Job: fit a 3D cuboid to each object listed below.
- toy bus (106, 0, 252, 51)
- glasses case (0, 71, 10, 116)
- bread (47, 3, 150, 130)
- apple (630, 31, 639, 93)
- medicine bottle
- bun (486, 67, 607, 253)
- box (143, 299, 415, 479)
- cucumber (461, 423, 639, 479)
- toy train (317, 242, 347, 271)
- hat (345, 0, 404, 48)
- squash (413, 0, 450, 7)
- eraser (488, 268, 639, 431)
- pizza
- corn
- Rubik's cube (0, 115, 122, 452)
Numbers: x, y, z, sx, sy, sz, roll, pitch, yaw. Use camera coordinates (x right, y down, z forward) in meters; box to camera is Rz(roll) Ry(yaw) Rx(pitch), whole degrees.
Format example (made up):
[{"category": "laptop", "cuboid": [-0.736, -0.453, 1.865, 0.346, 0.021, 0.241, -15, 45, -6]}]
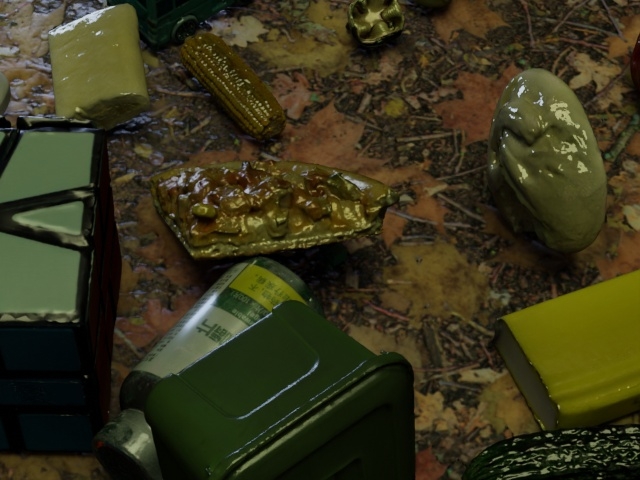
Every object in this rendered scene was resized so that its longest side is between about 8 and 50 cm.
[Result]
[{"category": "toy bus", "cuboid": [-0.172, -0.397, 1.995, 0.256, 0.147, 0.128, -35, 64, -23]}, {"category": "glasses case", "cuboid": [-0.533, -0.209, 1.891, 0.233, 0.059, 0.092, 12, 56, 7]}, {"category": "bread", "cuboid": [-0.303, -0.230, 1.896, 0.139, 0.060, 0.178, -24, 54, 13]}, {"category": "apple", "cuboid": [0.511, -0.253, 1.904, 0.168, 0.181, 0.181, 11, 54, 7]}, {"category": "medicine bottle", "cuboid": [-0.128, 0.158, 1.597, 0.141, 0.141, 0.293, 32, 59, 19]}, {"category": "bun", "cuboid": [0.271, -0.092, 1.761, 0.116, 0.210, 0.237, -11, 70, -10]}, {"category": "box", "cuboid": [-0.043, 0.237, 1.447, 0.253, 0.329, 0.178, -33, 50, -26]}, {"category": "cucumber", "cuboid": [0.291, 0.247, 1.596, 0.265, 0.077, 0.077, -2, 54, -5]}, {"category": "toy train", "cuboid": [0.000, 0.000, 1.778, 0.029, 0.045, 0.092, -29, 62, -22]}, {"category": "hat", "cuboid": [0.076, -0.314, 2.002, 0.077, 0.059, 0.076, -22, 92, -7]}, {"category": "squash", "cuboid": [0.132, -0.437, 2.085, 0.083, 0.083, 0.250, -15, 53, -14]}, {"category": "eraser", "cuboid": [0.339, 0.132, 1.683, 0.226, 0.069, 0.158, -18, 53, -15]}, {"category": "pizza", "cuboid": [-0.066, -0.058, 1.741, 0.258, 0.087, 0.268, -7, 16, -18]}, {"category": "corn", "cuboid": [-0.120, -0.213, 1.911, 0.068, 0.068, 0.207, -31, 61, -23]}, {"category": "Rubik's cube", "cuboid": [-0.377, 0.052, 1.574, 0.288, 0.283, 0.293, 2, 51, 0]}]
